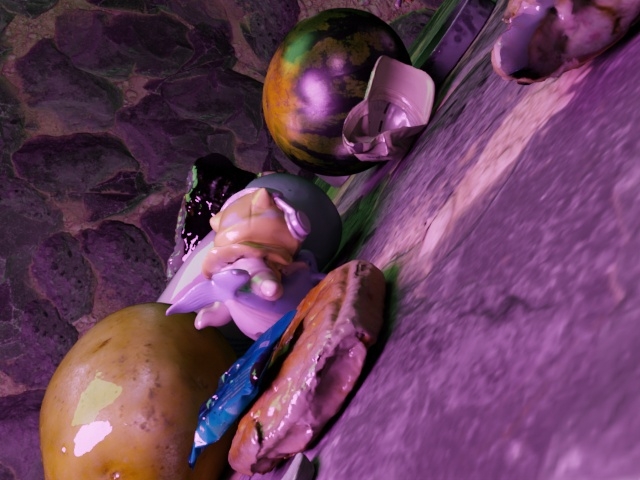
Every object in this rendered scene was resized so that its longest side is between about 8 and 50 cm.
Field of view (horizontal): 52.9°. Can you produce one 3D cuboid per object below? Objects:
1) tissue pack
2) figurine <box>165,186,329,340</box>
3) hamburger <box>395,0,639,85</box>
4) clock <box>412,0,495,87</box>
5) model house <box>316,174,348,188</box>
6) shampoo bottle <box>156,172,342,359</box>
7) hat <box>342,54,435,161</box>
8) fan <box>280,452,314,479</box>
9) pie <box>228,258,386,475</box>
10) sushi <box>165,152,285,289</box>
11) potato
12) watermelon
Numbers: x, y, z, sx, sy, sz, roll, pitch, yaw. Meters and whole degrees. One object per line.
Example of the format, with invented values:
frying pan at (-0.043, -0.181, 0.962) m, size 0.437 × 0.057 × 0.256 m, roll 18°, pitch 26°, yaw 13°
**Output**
tissue pack at (-0.067, 0.116, 0.507) m, size 0.138 × 0.028 × 0.085 m, roll -50°, pitch 8°, yaw 34°
figurine at (-0.064, 0.031, 0.673) m, size 0.128 × 0.184 × 0.208 m, roll -30°, pitch -11°, yaw 26°
hamburger at (0.158, -0.237, 0.395) m, size 0.288 × 0.168 × 0.192 m, roll -54°, pitch 7°, yaw 13°
clock at (0.212, -0.330, 1.119) m, size 0.226 × 0.049 × 0.226 m, roll -53°, pitch 7°, yaw 9°
model house at (0.045, -0.198, 1.542) m, size 0.100 × 0.088 × 0.101 m, roll -59°, pitch 10°, yaw -22°
shampoo bottle at (-0.105, 0.059, 0.881) m, size 0.222 × 0.151 × 0.349 m, roll -6°, pitch -39°, yaw -54°
hat at (0.087, -0.179, 0.891) m, size 0.081 × 0.122 × 0.166 m, roll 160°, pitch 124°, yaw -66°
fan at (-0.063, 0.214, 0.407) m, size 0.193 × 0.016 × 0.038 m, roll -53°, pitch 3°, yaw 7°
pie at (-0.013, 0.099, 0.507) m, size 0.195 × 0.046 × 0.195 m, roll -53°, pitch 6°, yaw 8°
sushi at (-0.177, 0.007, 1.407) m, size 0.328 × 0.285 × 0.328 m, roll 124°, pitch 157°, yaw -62°
potato at (-0.181, 0.175, 0.669) m, size 0.216 × 0.216 × 0.304 m, roll -54°, pitch 3°, yaw 7°
watermelon at (0.029, -0.233, 1.030) m, size 0.269 × 0.269 × 0.269 m, roll -54°, pitch 6°, yaw 8°
